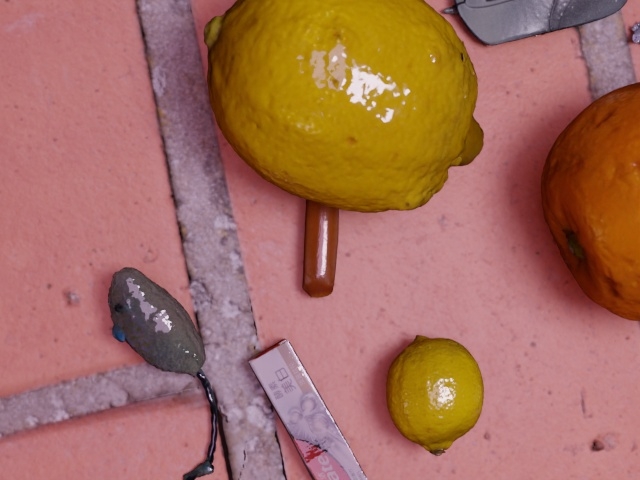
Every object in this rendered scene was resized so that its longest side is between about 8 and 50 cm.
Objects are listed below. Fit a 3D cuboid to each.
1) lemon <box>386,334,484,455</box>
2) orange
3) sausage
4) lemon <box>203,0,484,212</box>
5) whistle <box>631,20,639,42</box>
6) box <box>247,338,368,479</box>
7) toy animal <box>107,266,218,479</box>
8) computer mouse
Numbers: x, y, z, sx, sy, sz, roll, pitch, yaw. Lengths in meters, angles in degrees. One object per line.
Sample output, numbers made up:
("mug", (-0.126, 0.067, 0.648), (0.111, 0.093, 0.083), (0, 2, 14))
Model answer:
("lemon", (0.125, 0.168, 1.041), (0.109, 0.109, 0.133), (-5, 78, -4))
("orange", (0.360, -0.041, 0.994), (0.261, 0.261, 0.261), (0, 86, -4))
("sausage", (0.000, 0.000, 1.076), (0.039, 0.041, 0.131), (4, 86, -9))
("lemon", (0.028, -0.154, 0.986), (0.320, 0.245, 0.245), (22, 85, -11))
("whistle", (0.407, -0.233, 1.123), (0.083, 0.029, 0.033), (22, 67, 1))
("box", (-0.007, 0.216, 1.063), (0.055, 0.039, 0.218), (-29, 89, -6))
("toy animal", (-0.160, 0.141, 1.053), (0.079, 0.070, 0.252), (-19, 102, 30))
("computer mouse", (0.257, -0.295, 1.098), (0.229, 0.068, 0.113), (-13, 86, -5))
